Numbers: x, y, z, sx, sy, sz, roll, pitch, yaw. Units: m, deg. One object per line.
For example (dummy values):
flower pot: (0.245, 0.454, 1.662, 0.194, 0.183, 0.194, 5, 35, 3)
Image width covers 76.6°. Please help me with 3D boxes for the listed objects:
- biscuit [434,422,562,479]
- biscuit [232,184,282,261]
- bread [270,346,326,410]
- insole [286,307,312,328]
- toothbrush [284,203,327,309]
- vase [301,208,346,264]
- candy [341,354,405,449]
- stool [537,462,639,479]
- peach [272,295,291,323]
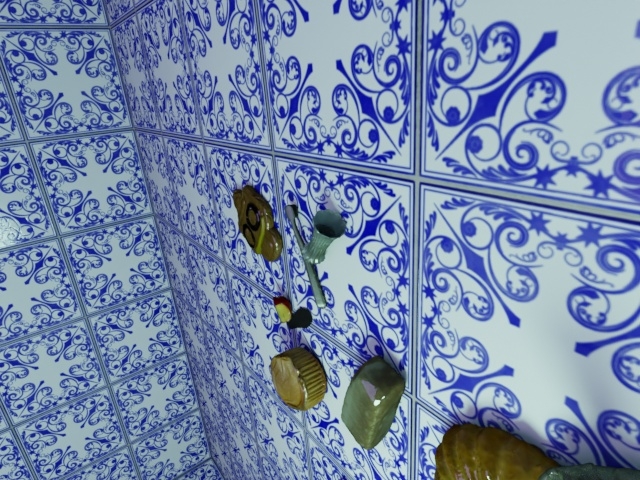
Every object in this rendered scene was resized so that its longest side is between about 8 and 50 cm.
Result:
biscuit: (0.329, 0.486, 0.707, 0.326, 0.107, 0.325, 32, 134, 41)
biscuit: (-0.209, -0.058, 1.275, 0.290, 0.041, 0.208, 51, 141, 28)
bread: (-0.065, 0.425, 1.255, 0.199, 0.104, 0.198, 24, 120, 49)
insole: (-0.069, 0.245, 1.255, 0.188, 0.004, 0.064, -31, 79, 57)
toothbrush: (-0.036, 0.045, 1.083, 0.030, 0.031, 0.296, -13, 97, 39)
vase: (0.000, 0.000, 0.965, 0.081, 0.081, 0.148, 58, 148, 20)
candy: (0.122, 0.382, 0.954, 0.104, 0.102, 0.233, 40, 138, 39)
stool: (0.358, 0.425, 0.411, 0.311, 0.226, 0.309, -21, 65, 45)
peach: (-0.117, 0.214, 1.266, 0.077, 0.050, 0.083, 93, 162, -73)
